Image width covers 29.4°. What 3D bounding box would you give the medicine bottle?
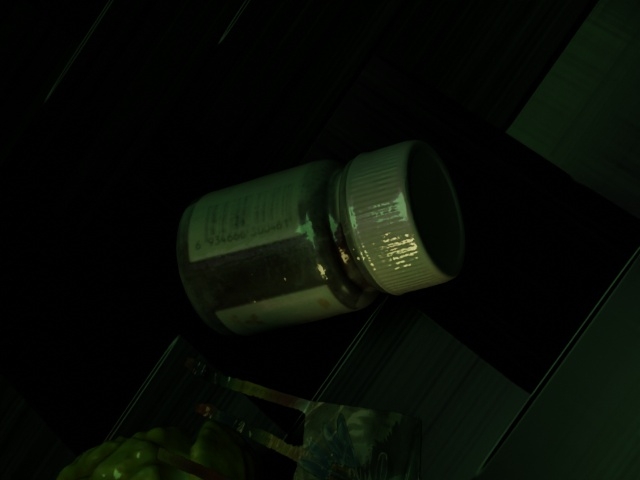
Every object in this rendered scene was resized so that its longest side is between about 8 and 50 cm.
[{"bbox_3d":[0.000,0.000,1.283,0.273,0.165,0.165,-14,70,25],"label":"medicine bottle"}]

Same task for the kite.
[{"bbox_3d":[-0.018,0.219,1.157,0.015,0.310,0.169,-12,62,52],"label":"kite"}]

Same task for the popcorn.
[{"bbox_3d":[-0.152,0.310,1.225,0.282,0.282,0.247,-26,84,22],"label":"popcorn"}]
